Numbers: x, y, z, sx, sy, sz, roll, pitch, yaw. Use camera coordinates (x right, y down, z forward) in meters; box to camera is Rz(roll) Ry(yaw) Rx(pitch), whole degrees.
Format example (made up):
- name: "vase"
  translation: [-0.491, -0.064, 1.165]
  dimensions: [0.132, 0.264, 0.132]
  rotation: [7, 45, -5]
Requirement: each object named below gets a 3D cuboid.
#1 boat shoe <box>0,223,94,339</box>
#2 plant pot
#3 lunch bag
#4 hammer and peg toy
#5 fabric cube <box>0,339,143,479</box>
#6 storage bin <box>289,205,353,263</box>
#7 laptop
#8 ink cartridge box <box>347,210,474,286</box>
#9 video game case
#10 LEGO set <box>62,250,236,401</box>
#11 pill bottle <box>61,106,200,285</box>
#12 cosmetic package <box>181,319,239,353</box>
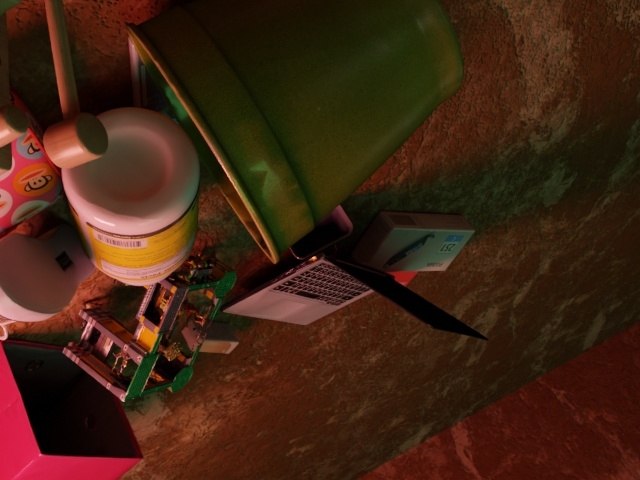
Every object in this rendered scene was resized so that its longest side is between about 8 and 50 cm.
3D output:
- name: "boat shoe"
  translation: [-0.464, 0.063, 1.287]
  dimensions: [0.157, 0.135, 0.367]
  rotation: [-29, -170, 4]
- name: "plant pot"
  translation: [-0.013, -0.217, 1.167]
  dimensions: [0.353, 0.366, 0.366]
  rotation: [-33, 149, -6]
- name: "lunch bag"
  translation: [-0.505, -0.071, 1.184]
  dimensions: [0.293, 0.120, 0.258]
  rotation: [-29, 149, -9]
- name: "hammer and peg toy"
  translation: [-0.417, -0.208, 0.972]
  dimensions: [0.127, 0.265, 0.361]
  rotation: [-22, 155, 25]
- name: "fabric cube"
  translation: [-0.546, 0.376, 1.632]
  dimensions: [0.258, 0.259, 0.254]
  rotation: [-42, 149, 17]
- name: "storage bin"
  translation: [0.000, 0.000, 1.783]
  dimensions: [0.135, 0.098, 0.091]
  rotation: [-29, 159, -8]
- name: "laptop"
  translation: [0.079, 0.175, 1.825]
  dimensions: [0.408, 0.236, 0.382]
  rotation: [-28, 159, 20]
- name: "ink cartridge box"
  translation: [0.189, 0.047, 2.039]
  dimensions: [0.296, 0.066, 0.261]
  rotation: [1, 134, -43]
- name: "video game case"
  translation: [-0.202, -0.249, 1.313]
  dimensions: [0.173, 0.022, 0.190]
  rotation: [-20, 146, -22]
- name: "LEGO set"
  translation: [-0.329, 0.132, 1.616]
  dimensions: [0.255, 0.192, 0.331]
  rotation: [-18, 136, -58]
- name: "pill bottle"
  translation: [-0.280, -0.047, 1.315]
  dimensions: [0.188, 0.187, 0.334]
  rotation: [-23, 165, -17]
- name: "cosmetic package"
  translation: [-0.239, 0.210, 1.874]
  dimensions: [0.115, 0.060, 0.041]
  rotation: [14, 125, -49]
